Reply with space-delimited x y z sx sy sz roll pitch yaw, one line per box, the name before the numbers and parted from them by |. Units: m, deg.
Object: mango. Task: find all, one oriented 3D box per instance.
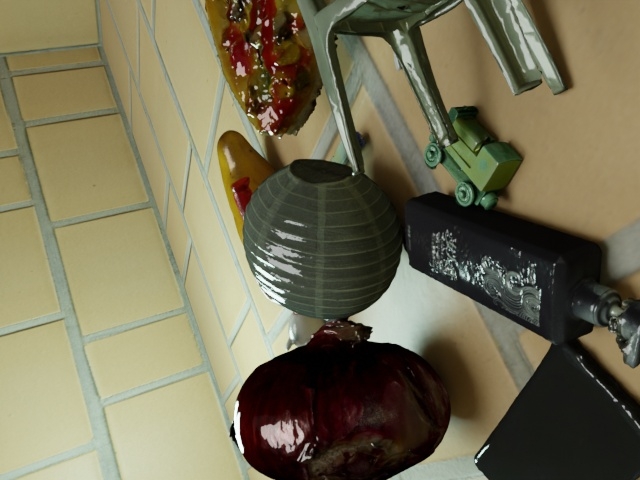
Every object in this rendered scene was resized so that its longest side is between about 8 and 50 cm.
mango | -0.133 -0.090 1.227 0.177 0.120 0.295 141 114 -73

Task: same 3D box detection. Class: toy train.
toy train | 0.164 -0.092 0.642 0.122 0.050 0.081 60 148 31

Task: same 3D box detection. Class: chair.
chair | 0.097 -0.230 0.541 0.203 0.190 0.275 -20 91 44

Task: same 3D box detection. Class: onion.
onion | 0.023 0.226 0.828 0.314 0.314 0.232 161 100 -67

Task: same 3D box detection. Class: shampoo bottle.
shampoo bottle | 0.204 0.029 0.603 0.309 0.071 0.098 29 128 56

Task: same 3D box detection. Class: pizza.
pizza | -0.061 -0.397 0.796 0.406 0.130 0.440 -25 80 53

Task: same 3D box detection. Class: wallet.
wallet | 0.262 0.237 0.648 0.285 0.030 0.146 100 149 -42

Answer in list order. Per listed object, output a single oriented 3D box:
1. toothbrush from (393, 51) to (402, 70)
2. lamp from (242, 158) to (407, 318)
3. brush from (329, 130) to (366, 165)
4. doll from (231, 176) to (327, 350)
toothbrush | 0.091 -0.281 0.732 0.011 0.013 0.131 3 106 55
lamp | 0.000 0.000 0.837 0.265 0.233 0.233 37 137 43
brush | 0.036 -0.133 0.935 0.033 0.030 0.178 64 166 7
doll | -0.053 0.059 1.116 0.188 0.099 0.384 2 115 27
